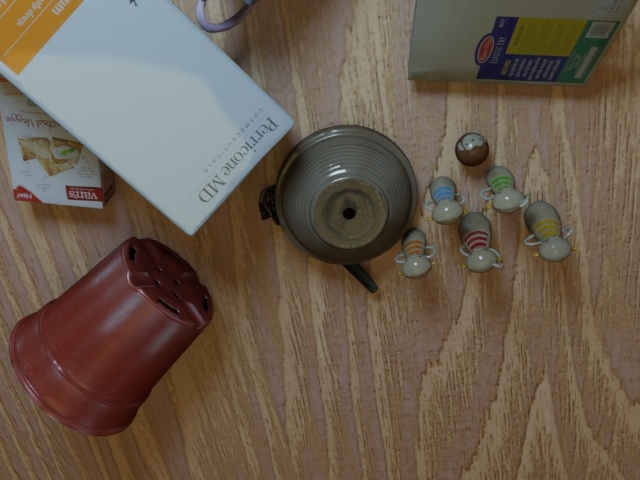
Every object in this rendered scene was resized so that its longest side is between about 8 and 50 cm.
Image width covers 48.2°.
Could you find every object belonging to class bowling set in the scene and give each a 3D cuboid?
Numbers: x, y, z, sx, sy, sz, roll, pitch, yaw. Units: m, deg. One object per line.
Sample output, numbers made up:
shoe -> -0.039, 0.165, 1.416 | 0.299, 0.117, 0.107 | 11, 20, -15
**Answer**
bowling set -> 0.238, -0.053, 1.129 | 0.286, 0.154, 0.200 | -15, 117, 13

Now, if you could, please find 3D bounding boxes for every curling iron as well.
curling iron -> 0.000, 0.000, 1.250 | 0.274, 0.035, 0.068 | 39, 120, -15

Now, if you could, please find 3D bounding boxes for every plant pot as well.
plant pot -> -0.346, 0.152, 1.252 | 0.265, 0.272, 0.272 | -42, 108, 16
plant pot -> 0.043, -0.058, 1.148 | 0.237, 0.110, 0.238 | -1, 112, -1

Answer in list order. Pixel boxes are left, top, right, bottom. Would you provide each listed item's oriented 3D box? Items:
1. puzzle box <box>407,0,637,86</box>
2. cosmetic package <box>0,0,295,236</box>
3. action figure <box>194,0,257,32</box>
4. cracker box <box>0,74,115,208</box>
puzzle box -> 0.256, -0.322, 0.890 | 0.271, 0.052, 0.409 | 3, 161, 3
cosmetic package -> -0.279, -0.246, 1.016 | 0.453, 0.161, 0.230 | 42, 94, -15
action figure -> -0.136, -0.510, 0.918 | 0.370, 0.248, 0.275 | 50, 148, -9
cracker box -> -0.431, -0.173, 1.172 | 0.155, 0.067, 0.233 | 5, 120, 2
